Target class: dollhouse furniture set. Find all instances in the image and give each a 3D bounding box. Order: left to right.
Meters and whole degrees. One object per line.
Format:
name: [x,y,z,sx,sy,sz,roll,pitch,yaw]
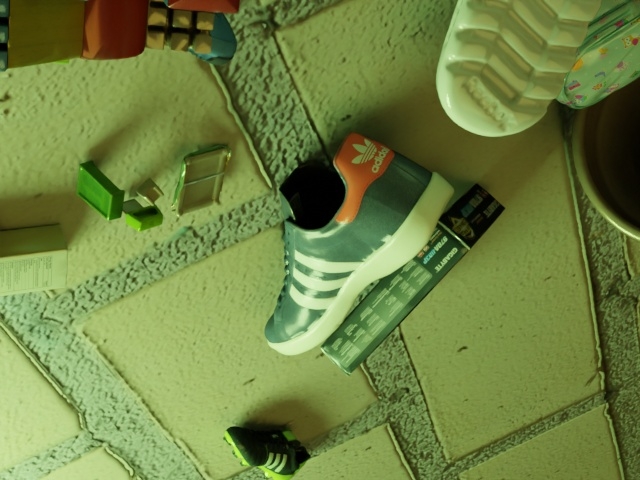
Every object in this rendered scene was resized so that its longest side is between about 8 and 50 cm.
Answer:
dollhouse furniture set: [-0.170,-0.062,1.264,0.152,0.058,0.076,-20,137,-38]

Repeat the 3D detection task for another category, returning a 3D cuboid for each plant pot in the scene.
plant pot: [0.443,-0.108,1.397,0.263,0.263,0.229,-42,157,19]

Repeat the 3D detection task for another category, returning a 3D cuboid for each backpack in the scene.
backpack: [0.294,-0.224,1.260,0.182,0.115,0.152,-32,143,12]

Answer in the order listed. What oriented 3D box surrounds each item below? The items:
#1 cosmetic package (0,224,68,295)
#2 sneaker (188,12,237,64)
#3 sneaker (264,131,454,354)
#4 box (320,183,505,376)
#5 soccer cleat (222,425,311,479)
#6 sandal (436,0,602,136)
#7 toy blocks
cosmetic package: [-0.320,0.023,1.262,0.115,0.041,0.060,-7,136,-22]
sneaker: [-0.121,-0.229,1.070,0.082,0.069,0.209,-39,139,10]
sneaker: [0.000,0.000,1.365,0.148,0.131,0.350,36,136,-6]
box: [0.109,0.043,1.430,0.220,0.051,0.175,-49,174,25]
soccer cleat: [-0.072,0.279,1.670,0.072,0.060,0.179,-40,146,2]
sandal: [0.217,-0.299,1.147,0.169,0.102,0.416,24,105,-22]
toy blocks: [-0.214,-0.192,0.858,0.381,0.261,0.190,3,111,-14]
